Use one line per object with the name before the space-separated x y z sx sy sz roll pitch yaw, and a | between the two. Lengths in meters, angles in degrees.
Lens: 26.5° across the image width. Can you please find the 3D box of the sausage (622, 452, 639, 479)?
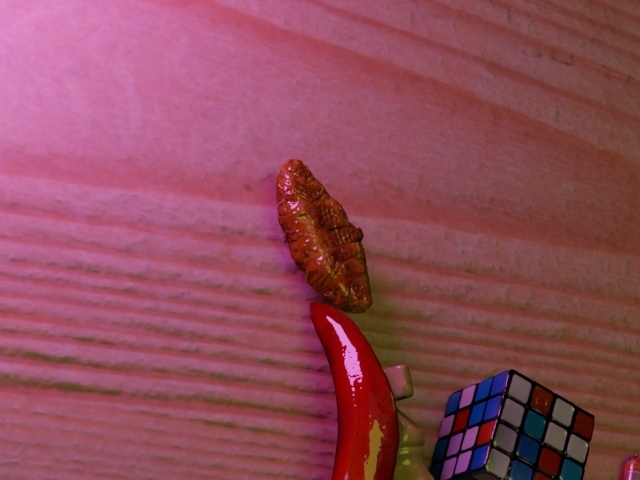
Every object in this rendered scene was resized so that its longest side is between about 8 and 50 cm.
sausage | 0.460 0.375 2.013 0.034 0.034 0.129 25 61 -21

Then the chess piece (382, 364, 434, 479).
chess piece | 0.095 0.263 1.805 0.090 0.090 0.200 -3 72 -32

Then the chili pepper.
chili pepper | 0.041 0.250 1.756 0.092 0.137 0.369 28 57 -45

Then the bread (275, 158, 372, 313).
bread | 0.000 0.000 1.850 0.105 0.076 0.233 -18 78 -40

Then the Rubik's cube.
Rubik's cube | 0.257 0.290 1.852 0.155 0.151 0.154 31 58 -18
